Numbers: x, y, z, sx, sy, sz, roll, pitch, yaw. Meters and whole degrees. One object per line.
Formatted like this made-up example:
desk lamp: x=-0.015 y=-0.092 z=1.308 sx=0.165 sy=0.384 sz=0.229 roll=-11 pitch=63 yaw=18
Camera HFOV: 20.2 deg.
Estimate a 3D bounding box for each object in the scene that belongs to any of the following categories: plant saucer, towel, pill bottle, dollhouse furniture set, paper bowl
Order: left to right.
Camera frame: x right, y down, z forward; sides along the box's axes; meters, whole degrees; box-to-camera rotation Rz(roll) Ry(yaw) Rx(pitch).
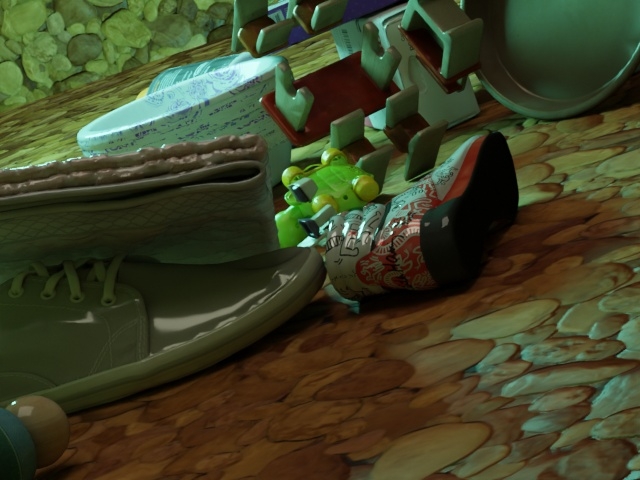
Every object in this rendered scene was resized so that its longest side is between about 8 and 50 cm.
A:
towel: x=-0.203 y=-0.009 z=1.686 sx=0.331 sy=0.053 sz=0.317 roll=-8 pitch=-15 yaw=-3
paper bowl: x=-0.151 y=-0.118 z=2.261 sx=0.284 sy=0.148 sz=0.284 roll=-20 pitch=14 yaw=5
pill bottle: x=-0.171 y=-0.199 z=2.644 sx=0.245 sy=0.130 sz=0.130 roll=-5 pitch=20 yaw=47
dollhouse furniture set: x=0.000 y=0.000 z=1.750 sx=0.081 sy=0.091 sz=0.114 roll=-40 pitch=22 yaw=-16
dollhouse furniture set: x=0.057 y=-0.185 z=2.058 sx=0.259 sy=0.262 sz=0.135 roll=-26 pitch=-26 yaw=-22
plant saucer: x=0.279 y=-0.275 z=2.056 sx=0.277 sy=0.278 sz=0.041 roll=-7 pitch=-7 yaw=43

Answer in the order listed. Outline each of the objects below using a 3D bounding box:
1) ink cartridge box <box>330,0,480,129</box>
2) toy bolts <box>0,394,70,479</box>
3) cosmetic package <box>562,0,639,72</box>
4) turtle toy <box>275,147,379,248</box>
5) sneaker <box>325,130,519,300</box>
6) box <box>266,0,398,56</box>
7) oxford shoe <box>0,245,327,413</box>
ink cartridge box: x=0.103 y=-0.224 z=2.284 sx=0.092 sy=0.159 sz=0.218 roll=-23 pitch=14 yaw=-12
toy bolts: x=-0.317 y=0.134 z=1.447 sx=0.228 sy=0.218 sz=0.158 roll=15 pitch=27 yaw=37
cosmetic package: x=0.300 y=-0.259 z=2.215 sx=0.107 sy=0.127 sz=0.238 roll=-22 pitch=12 yaw=-14
turtle toy: x=0.001 y=-0.037 z=1.892 sx=0.130 sy=0.066 sz=0.095 roll=-26 pitch=38 yaw=-16
sneaker: x=0.091 y=-0.025 z=1.667 sx=0.145 sy=0.090 sz=0.270 roll=-12 pitch=18 yaw=23
box: x=0.043 y=-0.325 z=2.300 sx=0.293 sy=0.057 sz=0.201 roll=-23 pitch=15 yaw=-1
oxford shoe: x=-0.215 y=0.074 z=1.643 sx=0.449 sy=0.130 sz=0.169 roll=-17 pitch=12 yaw=7
